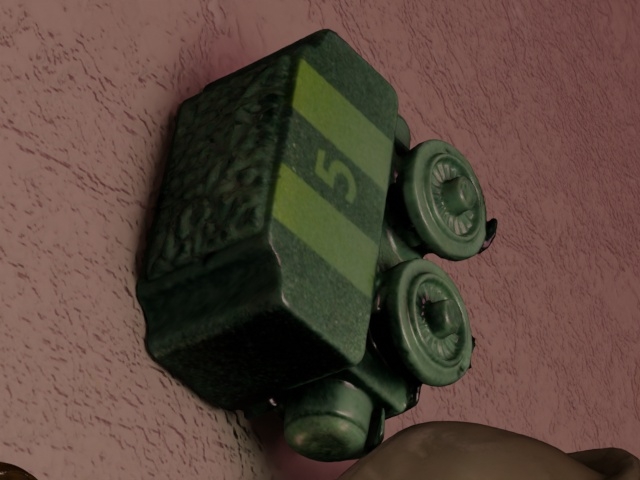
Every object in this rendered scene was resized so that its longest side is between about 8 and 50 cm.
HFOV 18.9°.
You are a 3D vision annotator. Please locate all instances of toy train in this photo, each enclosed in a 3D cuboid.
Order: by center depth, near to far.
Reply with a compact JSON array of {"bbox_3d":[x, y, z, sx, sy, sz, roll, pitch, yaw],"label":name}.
[{"bbox_3d":[0.000,0.000,1.385,0.238,0.167,0.299,40,42,-34],"label":"toy train"}]

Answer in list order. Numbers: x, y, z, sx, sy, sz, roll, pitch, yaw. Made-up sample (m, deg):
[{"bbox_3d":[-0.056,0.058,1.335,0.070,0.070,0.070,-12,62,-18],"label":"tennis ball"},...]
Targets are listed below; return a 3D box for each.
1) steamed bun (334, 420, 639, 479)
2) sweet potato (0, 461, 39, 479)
[{"bbox_3d":[0.149,0.301,1.334,0.342,0.255,0.368,-29,111,-56],"label":"steamed bun"},{"bbox_3d":[-0.159,0.226,1.102,0.081,0.062,0.233,-28,103,-44],"label":"sweet potato"}]
